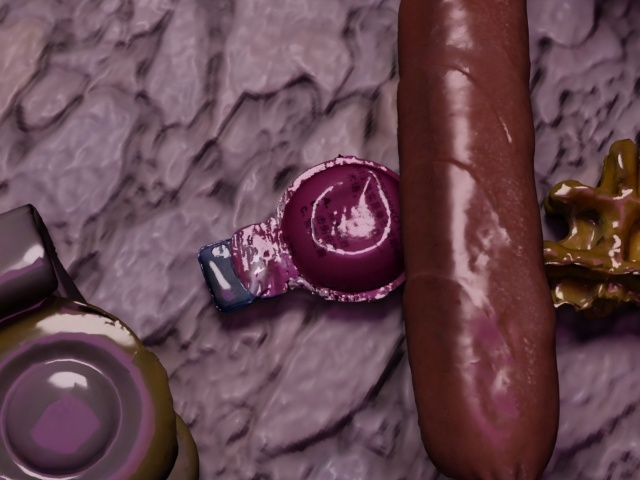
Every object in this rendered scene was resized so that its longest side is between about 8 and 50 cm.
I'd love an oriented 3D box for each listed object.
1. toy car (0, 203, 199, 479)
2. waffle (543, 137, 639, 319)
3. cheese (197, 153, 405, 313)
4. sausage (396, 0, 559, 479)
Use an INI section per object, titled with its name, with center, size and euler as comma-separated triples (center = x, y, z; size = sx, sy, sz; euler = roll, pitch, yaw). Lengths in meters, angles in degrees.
[toy car]
center = -0.131, 0.186, 0.414
size = 0.226, 0.242, 0.336
euler = -25, 76, -12
[waffle]
center = 0.270, 0.051, 0.561
size = 0.260, 0.069, 0.293
euler = -27, 74, -9
[cheese]
center = 0.000, 0.000, 0.589
size = 0.145, 0.038, 0.095
euler = -20, 71, -7
[sausage]
center = 0.086, -0.062, 0.572
size = 0.088, 0.088, 0.433
euler = 2, 62, 0
